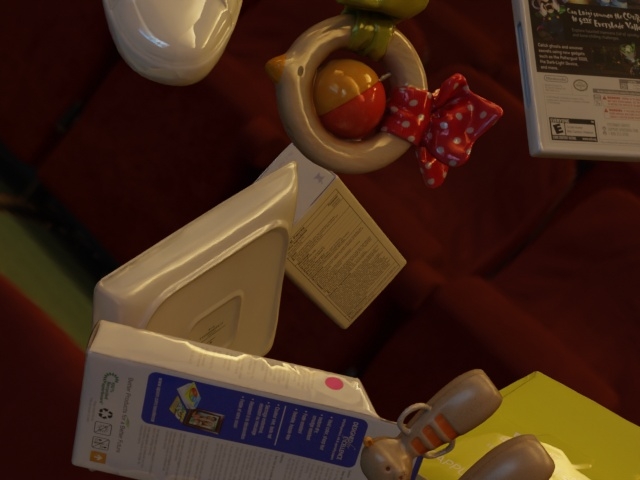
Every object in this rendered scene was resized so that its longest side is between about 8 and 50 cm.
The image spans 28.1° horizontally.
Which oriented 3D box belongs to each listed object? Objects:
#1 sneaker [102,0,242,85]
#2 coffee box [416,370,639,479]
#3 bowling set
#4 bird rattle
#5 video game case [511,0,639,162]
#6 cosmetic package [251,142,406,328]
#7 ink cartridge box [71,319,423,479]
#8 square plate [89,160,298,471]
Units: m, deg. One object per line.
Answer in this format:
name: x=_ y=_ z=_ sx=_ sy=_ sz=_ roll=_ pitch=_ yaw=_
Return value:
sneaker: x=-0.097 y=-0.256 z=0.897 sx=0.105 sy=0.290 sz=0.123 roll=6 pitch=-19 yaw=-9
coffee box: x=0.311 y=0.444 z=1.819 sx=0.338 sy=0.334 sz=0.337 roll=-21 pitch=35 yaw=-37
bowling set: x=0.152 y=0.259 z=1.037 sx=0.287 sy=0.154 sz=0.200 roll=49 pitch=6 yaw=-39
bird rattle: x=0.053 y=-0.156 z=1.337 sx=0.143 sy=0.207 sz=0.253 roll=29 pitch=-33 yaw=63
video game case: x=0.271 y=-0.158 z=1.198 sx=0.190 sy=0.173 sz=0.022 roll=1 pitch=-14 yaw=-21
cosmetic package: x=0.000 y=0.000 z=2.006 sx=0.113 sy=0.160 sz=0.309 roll=40 pitch=-5 yaw=36
ink cartridge box: x=-0.077 y=0.207 z=1.387 sx=0.370 sy=0.176 sz=0.069 roll=15 pitch=36 yaw=-1
square plate: x=-0.150 y=0.106 z=1.625 sx=0.049 sy=0.344 sz=0.347 roll=34 pitch=47 yaw=25
